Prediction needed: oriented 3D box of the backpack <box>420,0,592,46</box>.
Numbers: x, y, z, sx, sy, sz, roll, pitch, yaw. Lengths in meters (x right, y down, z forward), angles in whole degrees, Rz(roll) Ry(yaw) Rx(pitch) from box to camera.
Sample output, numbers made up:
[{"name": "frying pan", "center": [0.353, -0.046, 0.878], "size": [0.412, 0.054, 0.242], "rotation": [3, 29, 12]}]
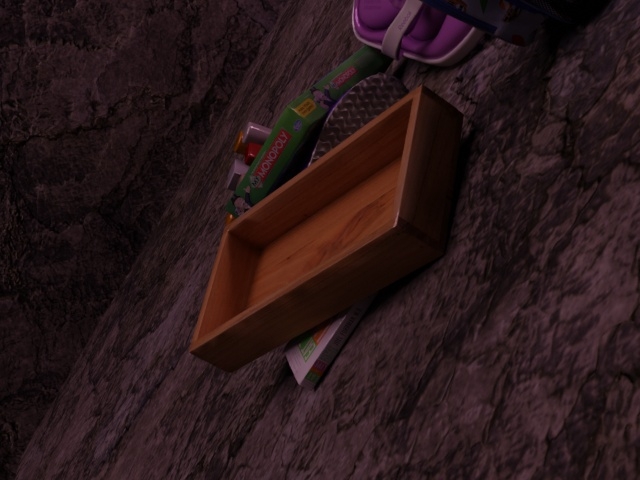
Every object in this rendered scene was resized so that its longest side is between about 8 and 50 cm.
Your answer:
[{"name": "backpack", "center": [0.177, -0.352, 1.177], "size": [0.213, 0.263, 0.276], "rotation": [-53, 16, 30]}]

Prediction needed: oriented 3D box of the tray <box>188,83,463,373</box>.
[{"name": "tray", "center": [0.000, 0.000, 1.351], "size": [0.411, 0.076, 0.202], "rotation": [-32, 35, 45]}]

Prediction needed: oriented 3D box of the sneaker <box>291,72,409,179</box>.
[{"name": "sneaker", "center": [0.018, -0.110, 1.600], "size": [0.293, 0.102, 0.146], "rotation": [-59, 13, 5]}]

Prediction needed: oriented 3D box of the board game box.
[{"name": "board game box", "center": [-0.008, -0.170, 1.693], "size": [0.213, 0.046, 0.317], "rotation": [-56, -6, 37]}]

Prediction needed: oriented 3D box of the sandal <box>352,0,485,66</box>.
[{"name": "sandal", "center": [0.116, -0.320, 1.538], "size": [0.416, 0.102, 0.169], "rotation": [-170, 82, -69]}]

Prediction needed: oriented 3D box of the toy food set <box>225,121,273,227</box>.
[{"name": "toy food set", "center": [-0.091, -0.108, 1.900], "size": [0.232, 0.105, 0.111], "rotation": [-90, 23, -50]}]

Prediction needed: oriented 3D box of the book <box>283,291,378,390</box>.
[{"name": "book", "center": [0.015, 0.099, 1.342], "size": [0.144, 0.035, 0.096], "rotation": [-57, 18, 10]}]
